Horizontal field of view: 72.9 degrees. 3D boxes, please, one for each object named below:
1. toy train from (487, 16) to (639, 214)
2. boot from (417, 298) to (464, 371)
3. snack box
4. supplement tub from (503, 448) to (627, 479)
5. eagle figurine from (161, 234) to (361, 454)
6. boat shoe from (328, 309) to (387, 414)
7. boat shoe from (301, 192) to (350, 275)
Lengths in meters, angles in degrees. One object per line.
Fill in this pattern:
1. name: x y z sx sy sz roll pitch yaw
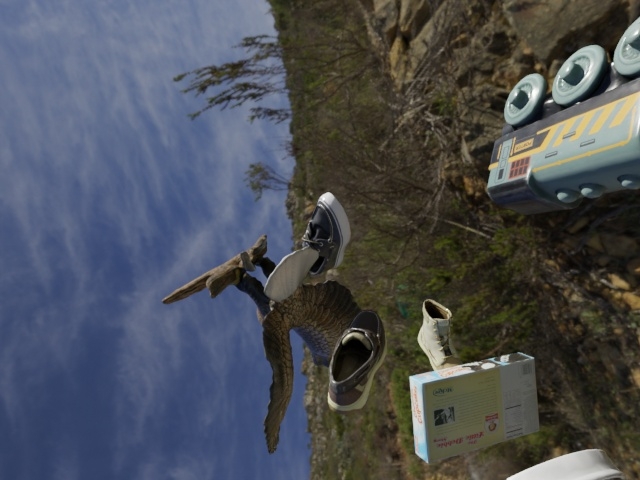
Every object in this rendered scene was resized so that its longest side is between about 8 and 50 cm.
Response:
1. toy train: 0.354 -0.141 0.552 0.142 0.334 0.190 16 -98 -16
2. boot: 0.346 0.283 1.212 0.213 0.077 0.165 -123 23 -51
3. snack box: 0.373 0.392 1.037 0.060 0.322 0.186 -179 84 -71
4. supplement tub: 0.287 0.399 0.399 0.235 0.236 0.324 46 -165 -43
5. eagle figurine: -0.049 0.142 0.677 0.298 0.227 0.225 59 -171 -6
6. boat shoe: 0.046 0.127 0.504 0.152 0.056 0.049 -64 -26 -55
7. boat shoe: 0.000 0.000 0.822 0.080 0.076 0.228 51 160 20
